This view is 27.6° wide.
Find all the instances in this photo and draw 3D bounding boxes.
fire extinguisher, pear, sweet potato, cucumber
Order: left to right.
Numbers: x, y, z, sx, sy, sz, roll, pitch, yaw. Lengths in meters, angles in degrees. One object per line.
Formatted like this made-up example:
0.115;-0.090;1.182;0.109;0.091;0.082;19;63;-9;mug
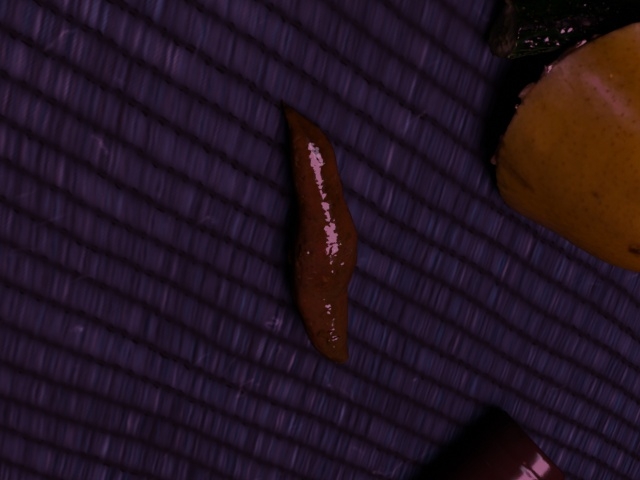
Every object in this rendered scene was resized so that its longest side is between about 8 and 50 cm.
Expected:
0.000;0.000;1.170;0.067;0.067;0.274;-18;121;-19;sweet potato
0.117;0.347;1.440;0.344;0.102;0.138;-43;133;1;fire extinguisher
0.241;-0.195;1.183;0.187;0.058;0.058;-6;123;-27;cucumber
0.298;-0.054;1.203;0.267;0.178;0.267;-15;143;-12;pear
